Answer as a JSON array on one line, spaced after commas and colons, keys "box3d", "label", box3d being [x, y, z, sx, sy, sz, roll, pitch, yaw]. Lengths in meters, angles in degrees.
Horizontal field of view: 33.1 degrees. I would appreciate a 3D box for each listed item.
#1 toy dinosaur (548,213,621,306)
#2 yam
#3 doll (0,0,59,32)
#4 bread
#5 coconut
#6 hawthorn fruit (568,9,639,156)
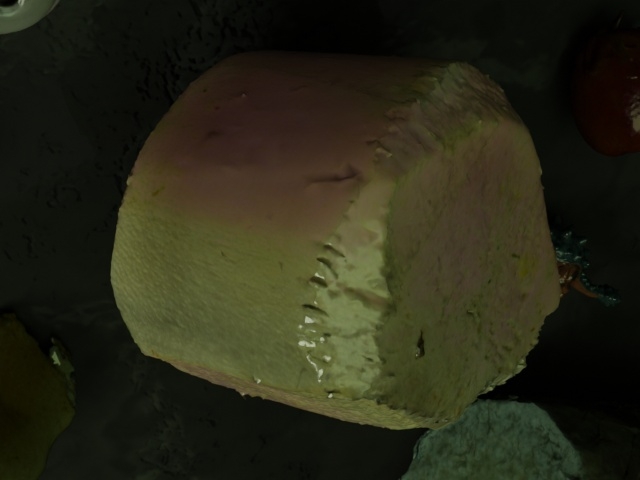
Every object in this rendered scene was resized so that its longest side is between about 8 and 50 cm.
[{"box3d": [0.183, 0.013, 0.839, 0.154, 0.049, 0.055, 34, 103, -30], "label": "toy dinosaur"}, {"box3d": [0.245, 0.253, 0.917, 0.348, 0.241, 0.241, 8, 120, -29], "label": "yam"}, {"box3d": [-0.249, -0.089, 0.571, 0.160, 0.094, 0.365, 23, 114, -35], "label": "doll"}, {"box3d": [-0.235, 0.138, 0.728, 0.156, 0.110, 0.103, -44, 122, 11], "label": "bread"}, {"box3d": [0.000, 0.000, 0.643, 0.233, 0.245, 0.233, -13, 108, -44], "label": "coconut"}, {"box3d": [0.212, -0.110, 0.752, 0.081, 0.081, 0.093, -29, 99, 0], "label": "hawthorn fruit"}]
